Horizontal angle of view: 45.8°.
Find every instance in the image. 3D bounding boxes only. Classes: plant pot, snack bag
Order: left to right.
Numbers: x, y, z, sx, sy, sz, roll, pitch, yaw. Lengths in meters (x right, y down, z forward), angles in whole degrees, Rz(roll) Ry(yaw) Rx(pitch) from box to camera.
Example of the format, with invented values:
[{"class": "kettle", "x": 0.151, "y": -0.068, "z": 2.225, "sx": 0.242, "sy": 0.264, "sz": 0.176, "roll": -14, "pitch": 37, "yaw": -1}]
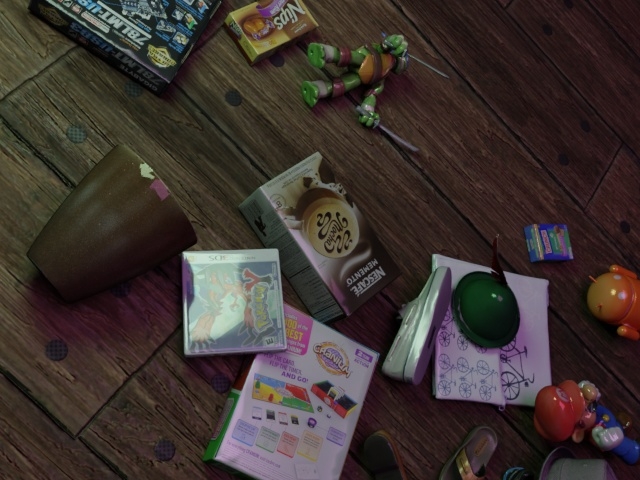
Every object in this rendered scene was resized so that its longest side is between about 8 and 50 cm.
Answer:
[{"class": "plant pot", "x": -0.365, "y": -0.008, "z": 1.272, "sx": 0.230, "sy": 0.215, "sz": 0.215, "roll": -40, "pitch": 94, "yaw": -19}, {"class": "snack bag", "x": 0.390, "y": 0.211, "z": 1.683, "sx": 0.342, "sy": 0.037, "sz": 0.323, "roll": 13, "pitch": 67, "yaw": -24}]

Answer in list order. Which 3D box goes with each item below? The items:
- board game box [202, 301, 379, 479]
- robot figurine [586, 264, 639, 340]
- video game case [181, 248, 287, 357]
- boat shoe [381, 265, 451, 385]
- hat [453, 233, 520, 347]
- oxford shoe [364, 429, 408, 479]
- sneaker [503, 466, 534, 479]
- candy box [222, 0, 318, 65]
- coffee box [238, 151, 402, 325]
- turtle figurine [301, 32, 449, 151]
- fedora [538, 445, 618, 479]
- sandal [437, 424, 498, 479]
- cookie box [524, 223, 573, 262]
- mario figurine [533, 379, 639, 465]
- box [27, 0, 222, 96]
[{"class": "board game box", "x": -0.045, "y": 0.303, "z": 1.400, "sx": 0.242, "sy": 0.064, "sz": 0.317, "roll": 31, "pitch": 61, "yaw": -16}, {"class": "robot figurine", "x": 0.742, "y": 0.152, "z": 1.838, "sx": 0.219, "sy": 0.128, "sz": 0.158, "roll": 18, "pitch": 97, "yaw": -22}, {"class": "video game case", "x": -0.160, "y": 0.111, "z": 1.384, "sx": 0.183, "sy": 0.023, "sz": 0.202, "roll": -2, "pitch": 65, "yaw": -10}, {"class": "boat shoe", "x": 0.200, "y": 0.167, "z": 1.566, "sx": 0.268, "sy": 0.088, "sz": 0.096, "roll": -69, "pitch": 152, "yaw": -20}, {"class": "hat", "x": 0.393, "y": 0.121, "z": 1.587, "sx": 0.208, "sy": 0.183, "sz": 0.173, "roll": 17, "pitch": 65, "yaw": -22}, {"class": "oxford shoe", "x": 0.143, "y": 0.465, "z": 1.446, "sx": 0.076, "sy": 0.076, "sz": 0.213, "roll": -7, "pitch": 85, "yaw": -70}, {"class": "sneaker", "x": 0.422, "y": 0.563, "z": 1.552, "sx": 0.067, "sy": 0.078, "sz": 0.188, "roll": 4, "pitch": 72, "yaw": -27}, {"class": "candy box", "x": -0.106, "y": -0.466, "z": 1.642, "sx": 0.186, "sy": 0.053, "sz": 0.109, "roll": -34, "pitch": 91, "yaw": -31}, {"class": "coffee box", "x": 0.000, "y": 0.000, "z": 1.497, "sx": 0.168, "sy": 0.119, "sz": 0.297, "roll": -36, "pitch": 91, "yaw": -33}, {"class": "turtle figurine", "x": 0.112, "y": -0.344, "z": 1.634, "sx": 0.266, "sy": 0.198, "sz": 0.275, "roll": -9, "pitch": 74, "yaw": -27}, {"class": "fedora", "x": 0.548, "y": 0.549, "z": 1.549, "sx": 0.275, "sy": 0.124, "sz": 0.244, "roll": -36, "pitch": 104, "yaw": -54}, {"class": "sandal", "x": 0.308, "y": 0.465, "z": 1.535, "sx": 0.090, "sy": 0.060, "sz": 0.219, "roll": 49, "pitch": 58, "yaw": -5}, {"class": "cookie box", "x": 0.554, "y": 0.008, "z": 1.838, "sx": 0.107, "sy": 0.040, "sz": 0.092, "roll": 0, "pitch": 74, "yaw": -27}, {"class": "mario figurine", "x": 0.602, "y": 0.376, "z": 1.636, "sx": 0.320, "sy": 0.198, "sz": 0.170, "roll": 26, "pitch": 70, "yaw": -30}, {"class": "box", "x": -0.366, "y": -0.481, "z": 1.496, "sx": 0.295, "sy": 0.073, "sz": 0.294, "roll": 32, "pitch": 62, "yaw": -16}]
